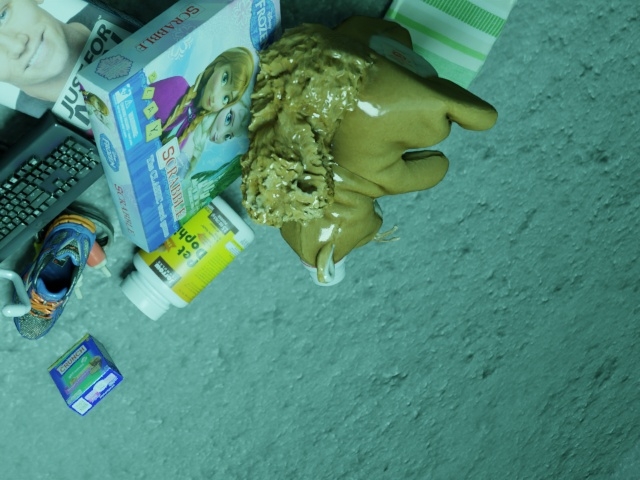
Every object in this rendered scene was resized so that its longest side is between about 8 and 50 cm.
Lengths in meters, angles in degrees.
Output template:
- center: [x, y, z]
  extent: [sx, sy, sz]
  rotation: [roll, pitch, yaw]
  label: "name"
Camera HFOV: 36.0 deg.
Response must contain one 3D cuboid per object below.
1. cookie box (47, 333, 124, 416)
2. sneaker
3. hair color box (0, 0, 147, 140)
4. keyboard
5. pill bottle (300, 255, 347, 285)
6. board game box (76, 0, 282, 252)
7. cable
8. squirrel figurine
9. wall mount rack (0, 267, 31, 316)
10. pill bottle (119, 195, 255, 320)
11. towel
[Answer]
- center: [-0.381, 0.216, 1.596]
  extent: [0.092, 0.107, 0.040]
  rotation: [-43, 132, -5]
  label: "cookie box"
- center: [-0.395, 0.064, 1.425]
  extent: [0.083, 0.087, 0.221]
  rotation: [20, 121, -16]
  label: "sneaker"
- center: [-0.380, -0.261, 1.293]
  extent: [0.347, 0.105, 0.174]
  rotation: [20, 105, -41]
  label: "hair color box"
- center: [-0.455, -0.063, 1.343]
  extent: [0.317, 0.033, 0.201]
  rotation: [-38, 132, 19]
  label: "keyboard"
- center: [0.000, 0.000, 1.737]
  extent: [0.087, 0.087, 0.160]
  rotation: [-28, 130, -18]
  label: "pill bottle"
- center: [-0.175, -0.188, 1.395]
  extent: [0.318, 0.066, 0.318]
  rotation: [-45, 152, -28]
  label: "board game box"
- center: [-0.396, -0.036, 1.443]
  extent: [0.139, 0.072, 0.287]
  rotation: [-26, 132, -6]
  label: "cable"
- center: [0.009, -0.127, 1.497]
  extent: [0.397, 0.281, 0.370]
  rotation: [-2, 130, -47]
  label: "squirrel figurine"
- center: [-0.580, 0.127, 1.344]
  extent: [0.304, 0.130, 0.350]
  rotation: [11, 123, -40]
  label: "wall mount rack"
- center: [-0.217, 0.025, 1.581]
  extent: [0.215, 0.117, 0.117]
  rotation: [-45, 133, -3]
  label: "pill bottle"
- center: [0.238, -0.424, 1.670]
  extent: [0.248, 0.038, 0.325]
  rotation: [15, 110, -39]
  label: "towel"
